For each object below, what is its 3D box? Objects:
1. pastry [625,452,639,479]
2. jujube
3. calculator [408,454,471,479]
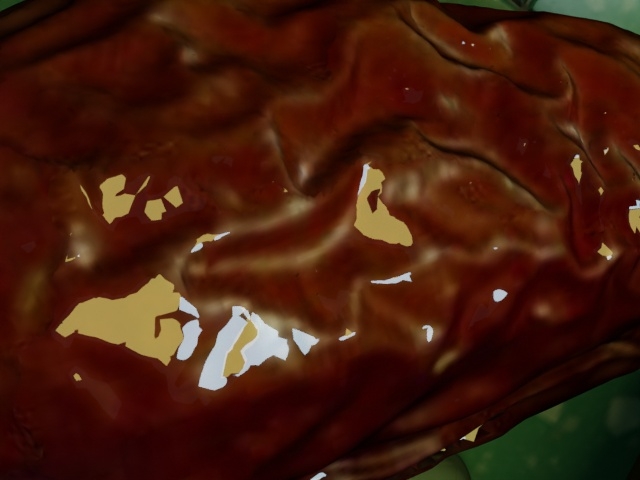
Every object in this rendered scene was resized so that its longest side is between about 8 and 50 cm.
[{"bbox_3d":[0.237,0.153,0.686,0.245,0.409,0.410,28,95,-3],"label":"pastry"},{"bbox_3d":[0.000,0.000,0.700,0.342,0.216,0.216,-5,104,-21],"label":"jujube"},{"bbox_3d":[0.018,0.131,0.827,0.095,0.021,0.153,7,104,-14],"label":"calculator"}]
